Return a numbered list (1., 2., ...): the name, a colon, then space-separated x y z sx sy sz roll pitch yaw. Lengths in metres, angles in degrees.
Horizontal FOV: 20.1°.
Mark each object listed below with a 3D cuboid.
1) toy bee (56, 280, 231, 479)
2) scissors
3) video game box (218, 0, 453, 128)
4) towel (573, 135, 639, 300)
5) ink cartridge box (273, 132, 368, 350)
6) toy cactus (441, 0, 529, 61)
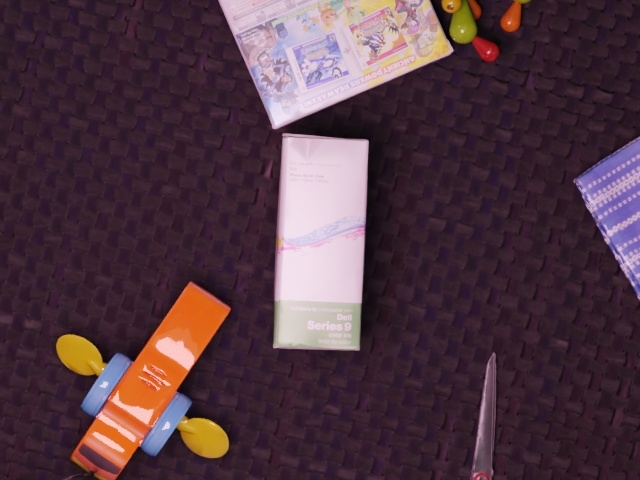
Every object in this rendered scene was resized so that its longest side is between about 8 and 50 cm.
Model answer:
1. toy bee: -0.210 0.179 1.851 0.298 0.162 0.195 -33 83 -24
2. scissors: 0.176 0.274 1.907 0.109 0.021 0.297 20 90 2
3. video game box: 0.008 -0.239 1.877 0.205 0.048 0.187 -23 90 0
4. towel: 0.444 0.020 1.878 0.243 0.040 0.336 -31 90 -7
5. ink cartridge box: 0.000 0.000 1.829 0.093 0.154 0.212 1 91 0
6. toy cactus: 0.163 -0.311 1.859 0.180 0.112 0.219 27 100 9
